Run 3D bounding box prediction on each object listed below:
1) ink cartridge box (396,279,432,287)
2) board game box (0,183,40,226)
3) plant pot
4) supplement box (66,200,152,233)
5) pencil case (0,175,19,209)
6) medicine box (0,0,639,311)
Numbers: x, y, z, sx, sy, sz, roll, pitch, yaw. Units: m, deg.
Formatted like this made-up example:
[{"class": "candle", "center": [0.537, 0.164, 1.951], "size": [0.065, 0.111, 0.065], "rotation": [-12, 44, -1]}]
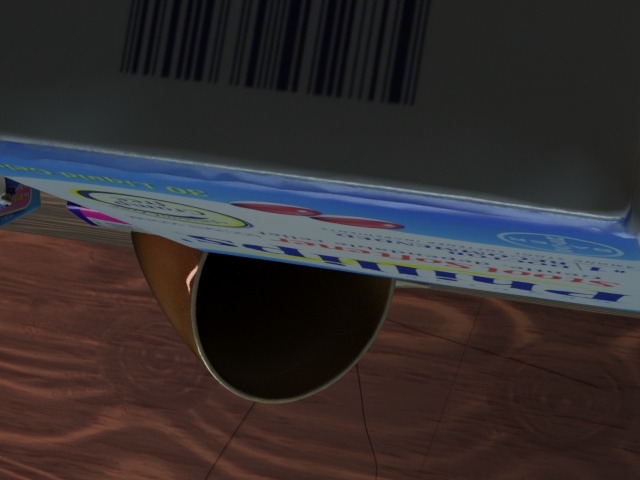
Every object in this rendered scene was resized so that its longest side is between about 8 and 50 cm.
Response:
[{"class": "ink cartridge box", "center": [0.000, 0.000, 1.667], "size": [0.234, 0.088, 0.193], "rotation": [11, 173, -22]}, {"class": "board game box", "center": [-0.518, -0.039, 1.598], "size": [0.242, 0.064, 0.316], "rotation": [7, -160, 21]}, {"class": "plant pot", "center": [-0.091, 0.013, 1.408], "size": [0.237, 0.237, 0.254], "rotation": [14, -173, -38]}, {"class": "supplement box", "center": [-0.082, -0.054, 1.117], "size": [0.220, 0.114, 0.111], "rotation": [10, 174, 2]}, {"class": "pencil case", "center": [-0.378, -0.088, 1.215], "size": [0.133, 0.119, 0.306], "rotation": [33, -178, 17]}, {"class": "medicine box", "center": [0.029, -0.067, 0.589], "size": [0.263, 0.149, 0.289], "rotation": [8, 173, 17]}]
